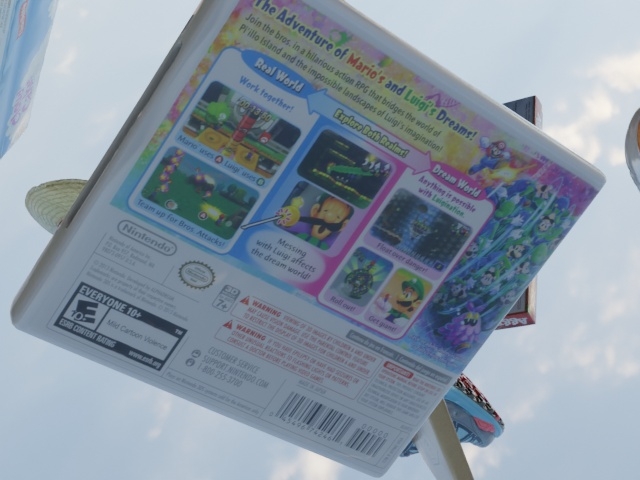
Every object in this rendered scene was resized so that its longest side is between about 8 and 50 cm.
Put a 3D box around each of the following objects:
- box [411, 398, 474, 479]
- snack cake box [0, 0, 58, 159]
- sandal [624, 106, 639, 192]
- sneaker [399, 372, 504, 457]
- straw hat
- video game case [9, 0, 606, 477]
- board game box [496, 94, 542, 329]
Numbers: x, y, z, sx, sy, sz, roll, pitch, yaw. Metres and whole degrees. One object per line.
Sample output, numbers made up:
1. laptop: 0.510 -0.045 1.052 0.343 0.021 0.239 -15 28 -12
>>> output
1. box: 0.088 0.146 1.007 0.021 0.201 0.164 -25 -150 -5
2. snack cake box: -0.327 -0.190 1.010 0.089 0.152 0.264 -61 -176 -38
3. sandal: 0.360 -0.017 0.997 0.076 0.265 0.102 -1 -128 52
4. sneaker: 0.102 0.187 1.270 0.125 0.262 0.104 -48 -137 9
5. straw hat: -0.210 0.007 1.026 0.144 0.144 0.061 -7 -127 35
6. video game case: 0.000 0.000 0.384 0.143 0.157 0.019 -55 -152 13
7. board game box: 0.161 -0.026 1.203 0.145 0.027 0.281 -11 -129 28
